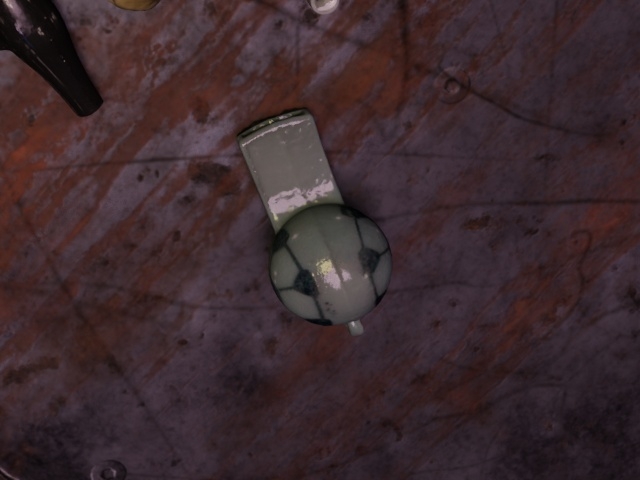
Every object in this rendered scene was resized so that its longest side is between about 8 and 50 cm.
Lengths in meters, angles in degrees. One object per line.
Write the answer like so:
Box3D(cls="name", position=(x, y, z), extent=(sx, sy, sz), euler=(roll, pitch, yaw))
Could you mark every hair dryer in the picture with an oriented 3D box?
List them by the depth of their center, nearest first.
Box3D(cls="hair dryer", position=(-0.372, -0.188, 1.246), extent=(0.219, 0.075, 0.195), euler=(-22, 128, 10))

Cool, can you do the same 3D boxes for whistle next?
Box3D(cls="whistle", position=(0.000, 0.000, 1.361), extent=(0.164, 0.163, 0.289), euler=(-23, 119, -1))

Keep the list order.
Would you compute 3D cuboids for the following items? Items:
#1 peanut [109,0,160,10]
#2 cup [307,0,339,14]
Box3D(cls="peanut", position=(-0.146, -0.369, 1.162), extent=(0.130, 0.130, 0.290), euler=(22, 108, -22))
Box3D(cls="cup", position=(0.106, -0.345, 1.206), extent=(0.300, 0.173, 0.167), euler=(-38, 117, 7))
